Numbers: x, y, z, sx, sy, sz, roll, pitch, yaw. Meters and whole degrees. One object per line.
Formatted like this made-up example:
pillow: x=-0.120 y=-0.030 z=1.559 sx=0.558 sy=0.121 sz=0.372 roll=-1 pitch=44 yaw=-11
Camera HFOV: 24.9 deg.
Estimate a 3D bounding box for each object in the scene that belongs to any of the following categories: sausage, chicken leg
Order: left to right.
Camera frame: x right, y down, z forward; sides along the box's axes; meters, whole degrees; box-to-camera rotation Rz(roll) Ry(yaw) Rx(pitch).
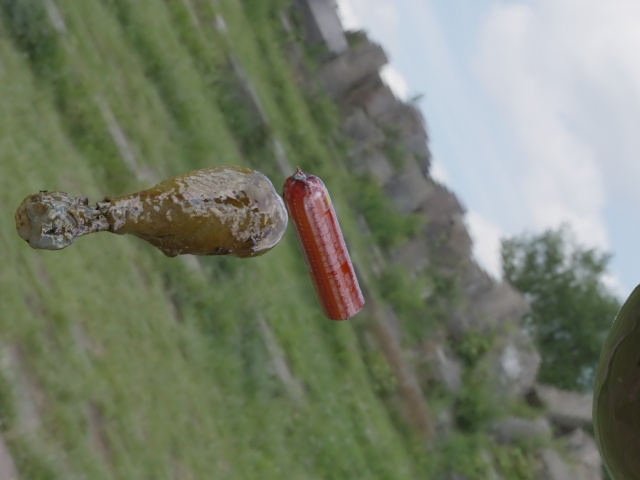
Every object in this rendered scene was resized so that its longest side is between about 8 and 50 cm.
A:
chicken leg: x=-0.151 y=-0.024 z=1.326 sx=0.107 sy=0.251 sz=0.087 roll=-169 pitch=-102 yaw=-66
sausage: x=0.000 y=0.000 z=1.042 sx=0.034 sy=0.034 sz=0.129 roll=-118 pitch=-173 yaw=-54

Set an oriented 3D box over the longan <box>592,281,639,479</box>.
longan: x=0.372 y=0.131 z=1.177 sx=0.319 sy=0.318 sz=0.319 roll=155 pitch=-90 yaw=-88
